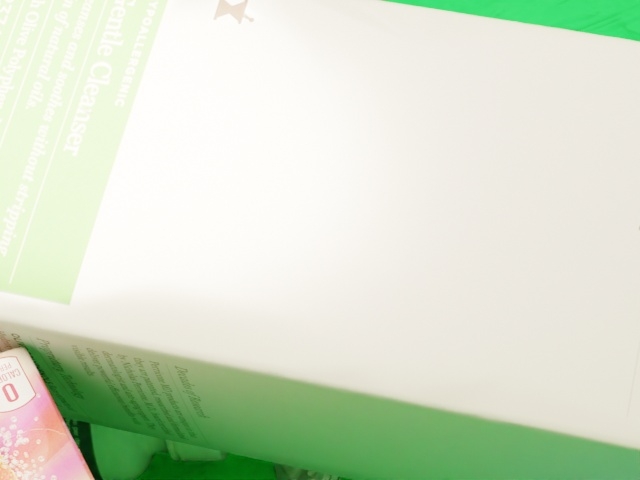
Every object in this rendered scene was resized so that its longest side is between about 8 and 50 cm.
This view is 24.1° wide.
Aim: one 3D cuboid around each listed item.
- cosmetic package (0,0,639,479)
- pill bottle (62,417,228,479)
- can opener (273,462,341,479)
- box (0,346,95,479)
[{"bbox_3d":[0.000,0.000,0.713,0.365,0.155,0.197,9,67,11],"label":"cosmetic package"},{"bbox_3d":[-0.141,0.082,0.831,0.180,0.108,0.108,0,36,6],"label":"pill bottle"},{"bbox_3d":[-0.009,0.060,0.896,0.093,0.074,0.280,20,28,-27],"label":"can opener"},{"bbox_3d":[-0.228,0.188,0.620,0.300,0.142,0.154,-22,69,-24],"label":"box"}]
